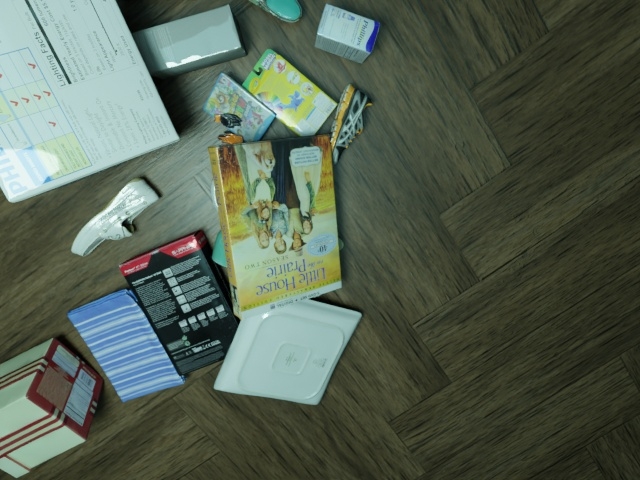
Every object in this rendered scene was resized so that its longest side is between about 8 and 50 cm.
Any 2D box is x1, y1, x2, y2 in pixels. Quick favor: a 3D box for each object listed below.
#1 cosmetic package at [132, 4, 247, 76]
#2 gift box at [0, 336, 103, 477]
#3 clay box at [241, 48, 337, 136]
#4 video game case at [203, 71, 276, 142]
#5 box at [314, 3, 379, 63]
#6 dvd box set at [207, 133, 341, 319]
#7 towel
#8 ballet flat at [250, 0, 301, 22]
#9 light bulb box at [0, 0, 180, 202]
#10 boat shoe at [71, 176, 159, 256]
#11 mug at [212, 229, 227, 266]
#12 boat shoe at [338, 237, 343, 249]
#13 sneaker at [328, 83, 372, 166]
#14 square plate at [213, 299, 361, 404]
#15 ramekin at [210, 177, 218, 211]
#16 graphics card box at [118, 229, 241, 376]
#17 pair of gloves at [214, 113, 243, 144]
[{"bbox_3d":[-0.308,-0.475,1.006,0.237,0.127,0.107,-19,105,0],"label":"cosmetic package"},{"bbox_3d":[-0.800,0.458,1.160,0.258,0.276,0.255,-27,117,0],"label":"gift box"},{"bbox_3d":[-0.081,-0.375,1.080,0.222,0.053,0.127,38,101,-10],"label":"clay box"},{"bbox_3d":[-0.211,-0.335,1.076,0.166,0.015,0.119,36,127,-11],"label":"video game case"},{"bbox_3d":[0.062,-0.504,1.017,0.137,0.126,0.072,17,101,-8],"label":"box"},{"bbox_3d":[-0.098,-0.042,1.047,0.307,0.062,0.421,-13,107,-29],"label":"dvd box set"},{"bbox_3d":[-0.571,0.316,1.219,0.243,0.040,0.336,-20,105,13],"label":"towel"},{"bbox_3d":[-0.132,-0.598,1.016,0.188,0.070,0.070,29,101,-14],"label":"ballet flat"},{"bbox_3d":[-0.564,-0.322,0.912,0.360,0.225,0.358,-27,110,-17],"label":"light bulb box"},{"bbox_3d":[-0.551,-0.044,1.116,0.277,0.098,0.096,-44,101,7],"label":"boat shoe"},{"bbox_3d":[-0.215,0.019,1.121,0.129,0.157,0.098,7,103,-41],"label":"mug"},{"bbox_3d":[0.000,-0.002,1.186,0.132,0.042,0.049,14,84,-8],"label":"boat shoe"},{"bbox_3d":[0.071,-0.296,1.095,0.083,0.084,0.215,17,103,-15],"label":"sneaker"},{"bbox_3d":[-0.087,0.326,1.195,0.343,0.049,0.348,18,105,-21],"label":"square plate"},{"bbox_3d":[-0.195,-0.132,1.107,0.207,0.109,0.207,-1,105,-3],"label":"ramekin"},{"bbox_3d":[-0.372,0.181,1.185,0.232,0.094,0.371,-23,103,2],"label":"graphics card box"},{"bbox_3d":[-0.242,-0.295,1.097,0.074,0.010,0.083,6,125,8],"label":"pair of gloves"}]
